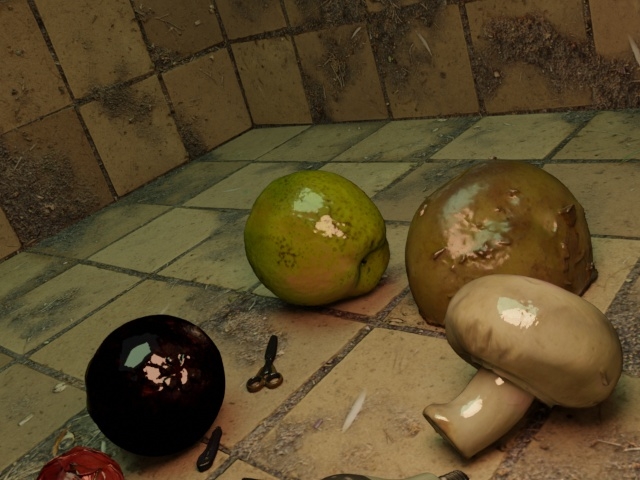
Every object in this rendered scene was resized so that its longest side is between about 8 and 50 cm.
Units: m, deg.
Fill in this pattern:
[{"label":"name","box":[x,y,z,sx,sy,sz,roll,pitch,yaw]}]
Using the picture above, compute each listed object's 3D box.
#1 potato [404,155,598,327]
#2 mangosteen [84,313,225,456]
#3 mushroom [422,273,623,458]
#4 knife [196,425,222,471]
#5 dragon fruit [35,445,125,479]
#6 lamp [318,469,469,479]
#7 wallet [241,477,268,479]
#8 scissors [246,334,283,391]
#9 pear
[{"label":"potato","box":[0.405,-0.014,1.581,0.442,0.319,0.385,-30,25,-21]},{"label":"mangosteen","box":[-0.348,0.318,1.423,0.297,0.313,0.297,16,36,-12]},{"label":"mushroom","box":[0.339,0.186,1.202,0.356,0.315,0.315,-13,23,10]},{"label":"knife","box":[-0.226,0.428,1.387,0.031,0.018,0.121,-10,22,12]},{"label":"dragon fruit","box":[-0.449,0.470,1.253,0.172,0.172,0.209,-23,9,-13]},{"label":"lamp","box":[0.097,0.443,1.011,0.313,0.182,0.182,8,11,-29]},{"label":"wallet","box":[-0.147,0.504,1.150,0.124,0.025,0.244,-6,27,31]},{"label":"scissors","box":[-0.124,0.290,1.627,0.088,0.017,0.220,-13,23,10]},{"label":"pear","box":[0.000,0.000,1.762,0.391,0.391,0.391,-14,23,6]}]
